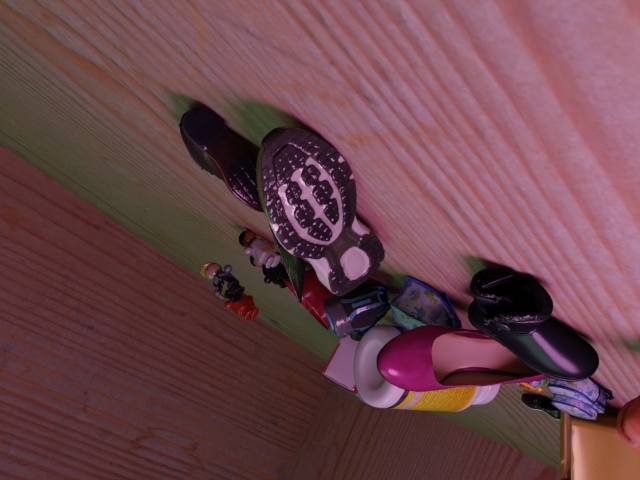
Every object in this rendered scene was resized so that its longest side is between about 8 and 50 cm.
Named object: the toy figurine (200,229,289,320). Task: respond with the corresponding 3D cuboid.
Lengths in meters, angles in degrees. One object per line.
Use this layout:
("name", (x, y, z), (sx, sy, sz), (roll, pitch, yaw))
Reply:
("toy figurine", (-0.204, 0.090, 1.535), (0.148, 0.213, 0.209), (39, 167, 28))

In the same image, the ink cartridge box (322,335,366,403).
("ink cartridge box", (0.137, 0.428, 1.955), (0.131, 0.226, 0.306), (24, 163, 20))

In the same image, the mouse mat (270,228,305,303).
("mouse mat", (-0.055, 0.011, 0.996), (0.189, 0.007, 0.152), (-86, -22, -70))

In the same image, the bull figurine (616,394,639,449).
("bull figurine", (0.589, 0.272, 0.766), (0.311, 0.188, 0.101), (18, 161, 35))

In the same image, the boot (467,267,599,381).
("boot", (0.361, 0.146, 0.934), (0.247, 0.094, 0.207), (30, 169, 20))

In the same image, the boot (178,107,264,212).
("boot", (-0.166, -0.142, 0.985), (0.219, 0.082, 0.106), (52, 166, -24))

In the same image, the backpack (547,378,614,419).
("backpack", (0.554, 0.334, 1.210), (0.114, 0.084, 0.105), (40, 159, -25))

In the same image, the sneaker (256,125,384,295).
("sneaker", (-0.032, -0.052, 0.949), (0.182, 0.158, 0.410), (40, 168, 34))

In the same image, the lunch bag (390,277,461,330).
("lunch bag", (0.236, 0.162, 1.200), (0.151, 0.096, 0.129), (33, 167, 23))

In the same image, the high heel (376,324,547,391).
("high heel", (0.293, 0.216, 1.037), (0.377, 0.127, 0.181), (0, 171, -32))

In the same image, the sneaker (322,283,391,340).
("sneaker", (0.117, 0.175, 1.379), (0.125, 0.140, 0.341), (67, -169, 9))

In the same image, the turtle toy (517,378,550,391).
("turtle toy", (0.479, 0.308, 1.288), (0.095, 0.066, 0.130), (13, 158, 44))

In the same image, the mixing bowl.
("mixing bowl", (-0.004, 0.143, 1.504), (0.181, 0.098, 0.181), (47, 170, 11))

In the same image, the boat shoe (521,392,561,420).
("boat shoe", (0.620, 0.455, 1.554), (0.133, 0.049, 0.042), (18, 134, 55))

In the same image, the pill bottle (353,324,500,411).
("pill bottle", (0.262, 0.312, 1.332), (0.334, 0.187, 0.188), (13, 173, -28))

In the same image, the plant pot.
("plant pot", (0.661, 0.501, 1.274), (0.187, 0.212, 0.212), (1, 177, 18))
